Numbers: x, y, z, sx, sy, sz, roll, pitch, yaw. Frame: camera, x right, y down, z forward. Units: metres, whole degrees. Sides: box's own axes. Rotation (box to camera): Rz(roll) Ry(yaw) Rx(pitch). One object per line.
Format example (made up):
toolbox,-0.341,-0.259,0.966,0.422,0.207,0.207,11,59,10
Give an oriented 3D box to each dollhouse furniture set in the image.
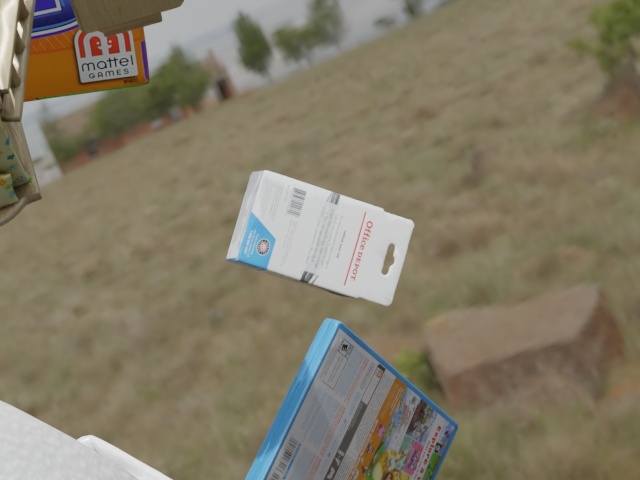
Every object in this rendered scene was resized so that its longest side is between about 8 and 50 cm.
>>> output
dollhouse furniture set,-0.141,-0.071,0.941,0.161,0.101,0.182,-17,-24,-4

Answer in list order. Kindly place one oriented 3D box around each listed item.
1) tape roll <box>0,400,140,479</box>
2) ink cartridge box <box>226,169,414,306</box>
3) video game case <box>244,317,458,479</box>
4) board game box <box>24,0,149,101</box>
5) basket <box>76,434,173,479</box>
tape roll,-0.192,0.164,0.506,0.392,0.392,0.072,-21,40,25
ink cartridge box,0.000,0.000,0.880,0.083,0.048,0.028,18,-6,-15
video game case,0.024,0.139,1.139,0.015,0.166,0.119,13,70,40
board game box,-0.367,-0.357,1.622,0.356,0.356,0.356,-9,34,-6
basket,-0.185,0.257,1.358,0.167,0.113,0.103,-57,-9,-34
